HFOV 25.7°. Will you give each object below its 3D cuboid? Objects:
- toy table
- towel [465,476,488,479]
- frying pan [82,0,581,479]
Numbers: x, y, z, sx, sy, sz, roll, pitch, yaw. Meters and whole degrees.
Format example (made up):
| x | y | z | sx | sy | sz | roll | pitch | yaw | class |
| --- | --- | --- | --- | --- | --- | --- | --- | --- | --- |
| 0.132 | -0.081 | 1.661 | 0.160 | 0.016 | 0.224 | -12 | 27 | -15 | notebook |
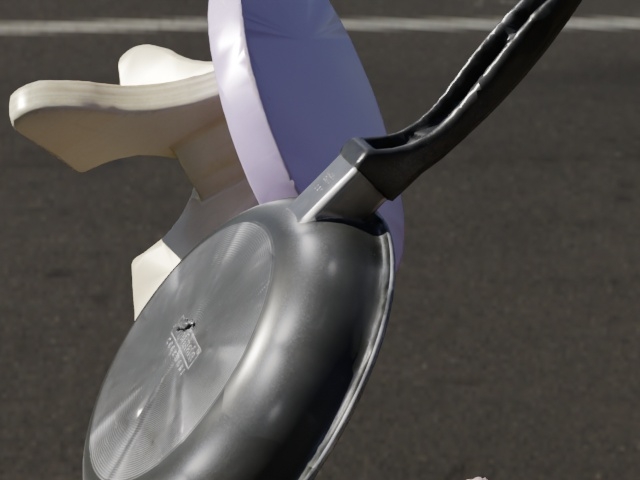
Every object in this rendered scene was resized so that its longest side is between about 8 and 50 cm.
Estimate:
| x | y | z | sx | sy | sz | roll | pitch | yaw | class |
| --- | --- | --- | --- | --- | --- | --- | --- | --- | --- |
| -0.062 | -0.058 | 0.931 | 0.161 | 0.252 | 0.274 | -28 | 39 | 23 | toy table |
| 0.142 | 0.304 | 0.613 | 0.053 | 0.317 | 0.332 | -13 | 16 | -16 | towel |
| -0.001 | 0.019 | 0.583 | 0.053 | 0.326 | 0.197 | 34 | 29 | -24 | frying pan |
